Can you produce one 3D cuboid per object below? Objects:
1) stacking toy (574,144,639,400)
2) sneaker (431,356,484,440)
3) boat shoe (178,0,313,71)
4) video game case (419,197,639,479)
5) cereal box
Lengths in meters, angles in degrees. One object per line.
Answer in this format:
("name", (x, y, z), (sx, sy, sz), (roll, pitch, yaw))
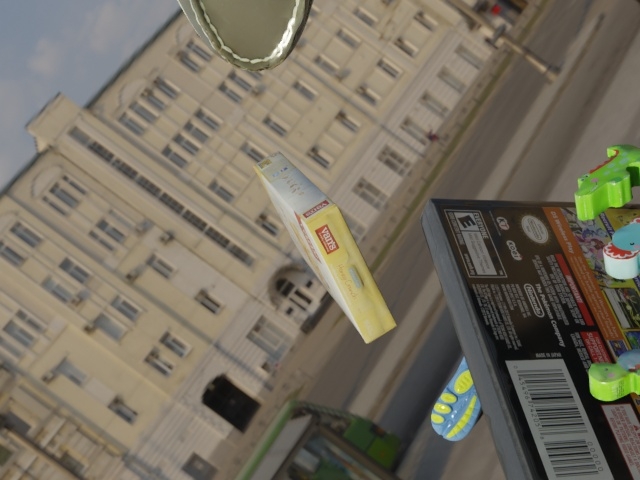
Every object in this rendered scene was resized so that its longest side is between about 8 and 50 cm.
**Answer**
("stacking toy", (0.237, -0.016, 0.550), (0.221, 0.167, 0.052), (-35, 35, -27))
("sneaker", (0.195, 0.149, 0.962), (0.188, 0.067, 0.078), (-56, -13, 12))
("boat shoe", (-0.050, -0.225, 0.436), (0.091, 0.109, 0.305), (-104, 9, -56))
("video game case", (0.229, 0.079, 0.644), (0.035, 0.248, 0.275), (108, 156, -47))
("cereal box", (0.000, 0.000, 0.993), (0.047, 0.173, 0.240), (-30, 25, -5))
